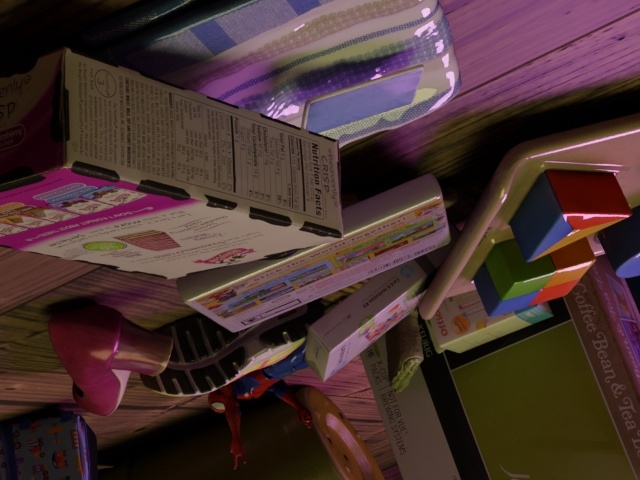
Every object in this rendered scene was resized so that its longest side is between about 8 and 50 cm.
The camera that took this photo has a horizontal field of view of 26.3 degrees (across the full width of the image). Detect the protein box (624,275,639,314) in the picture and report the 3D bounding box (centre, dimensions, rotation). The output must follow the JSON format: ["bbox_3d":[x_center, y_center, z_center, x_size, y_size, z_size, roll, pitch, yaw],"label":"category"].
[{"bbox_3d":[0.489,0.011,1.681,0.200,0.136,0.201,-27,162,25],"label":"protein box"}]

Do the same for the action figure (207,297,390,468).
[{"bbox_3d":[-0.032,0.180,1.654,0.280,0.139,0.091,-28,161,37],"label":"action figure"}]

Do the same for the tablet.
[{"bbox_3d":[0.027,-0.093,0.911,0.083,0.006,0.054,-19,161,-12],"label":"tablet"}]

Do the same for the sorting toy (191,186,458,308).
[{"bbox_3d":[0.000,0.000,1.268,0.208,0.038,0.193,-10,163,-44],"label":"sorting toy"}]

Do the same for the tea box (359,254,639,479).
[{"bbox_3d":[0.266,0.207,1.723,0.323,0.329,0.220,-25,163,23],"label":"tea box"}]

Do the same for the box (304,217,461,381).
[{"bbox_3d":[0.067,0.065,1.438,0.186,0.038,0.145,-36,167,-13],"label":"box"}]

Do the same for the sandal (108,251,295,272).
[{"bbox_3d":[-0.094,-0.009,0.979,0.179,0.067,0.040,2,179,15],"label":"sandal"}]

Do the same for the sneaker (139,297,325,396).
[{"bbox_3d":[-0.090,0.115,1.456,0.208,0.081,0.094,-19,166,-1],"label":"sneaker"}]

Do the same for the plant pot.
[{"bbox_3d":[-0.095,0.401,2.011,0.353,0.366,0.366,-35,162,9],"label":"plant pot"}]

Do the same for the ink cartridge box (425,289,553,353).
[{"bbox_3d":[0.182,0.069,1.595,0.143,0.092,0.090,-24,163,15],"label":"ink cartridge box"}]

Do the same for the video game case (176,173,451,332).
[{"bbox_3d":[0.003,0.016,1.193,0.227,0.026,0.206,-22,167,3],"label":"video game case"}]

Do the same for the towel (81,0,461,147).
[{"bbox_3d":[-0.017,-0.108,0.882,0.209,0.034,0.285,-22,164,6],"label":"towel"}]

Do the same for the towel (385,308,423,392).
[{"bbox_3d":[0.097,0.113,1.620,0.027,0.110,0.148,-3,160,-5],"label":"towel"}]

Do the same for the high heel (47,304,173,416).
[{"bbox_3d":[-0.236,0.116,1.341,0.117,0.082,0.244,19,163,-20],"label":"high heel"}]

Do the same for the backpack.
[{"bbox_3d":[-0.352,0.287,1.613,0.173,0.158,0.117,-7,155,-2],"label":"backpack"}]

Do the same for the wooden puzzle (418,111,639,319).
[{"bbox_3d":[0.285,-0.027,1.329,0.347,0.080,0.322,-19,159,-18],"label":"wooden puzzle"}]

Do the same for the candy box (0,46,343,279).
[{"bbox_3d":[-0.117,-0.037,0.820,0.159,0.071,0.233,-13,163,36],"label":"candy box"}]
